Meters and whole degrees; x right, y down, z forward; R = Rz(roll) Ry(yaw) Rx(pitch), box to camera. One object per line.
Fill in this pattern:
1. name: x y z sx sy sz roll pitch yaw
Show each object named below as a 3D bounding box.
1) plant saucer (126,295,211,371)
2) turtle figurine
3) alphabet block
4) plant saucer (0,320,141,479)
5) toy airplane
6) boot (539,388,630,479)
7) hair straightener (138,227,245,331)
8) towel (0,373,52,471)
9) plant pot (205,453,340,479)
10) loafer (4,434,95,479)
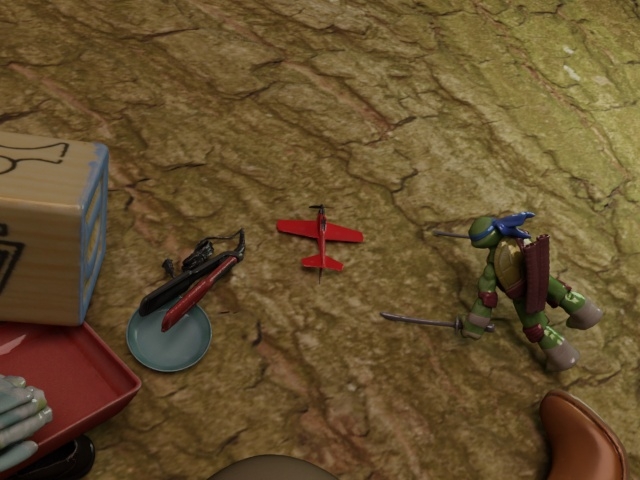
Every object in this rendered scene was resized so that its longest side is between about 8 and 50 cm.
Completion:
1. plant saucer: -0.217 0.136 0.988 0.120 0.021 0.119 6 57 -10
2. turtle figurine: 0.295 0.080 1.108 0.266 0.275 0.197 43 33 -9
3. alphabet block: -0.397 -0.020 0.908 0.197 0.193 0.192 7 30 -10
4. plant saucer: -0.381 0.192 0.831 0.259 0.047 0.259 -28 37 -30
5. toy airplane: 0.000 0.000 1.127 0.151 0.028 0.151 7 56 -11
6. boot: 0.320 0.363 0.942 0.220 0.109 0.283 -15 70 -18
7. hair straightener: -0.191 0.039 1.025 0.089 0.047 0.230 31 46 12
8. towel: -0.500 0.186 0.643 0.321 0.090 0.375 13 17 31
9. plant pot: -0.057 0.354 0.768 0.284 0.283 0.191 7 19 -10
10. loafer: -0.390 0.257 0.830 0.220 0.078 0.080 -4 59 -17
